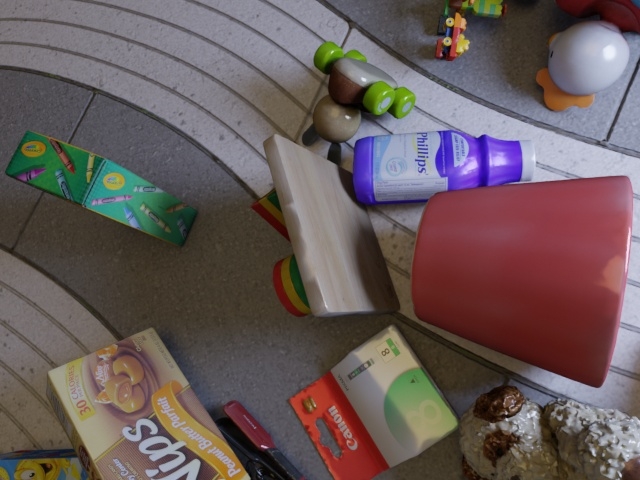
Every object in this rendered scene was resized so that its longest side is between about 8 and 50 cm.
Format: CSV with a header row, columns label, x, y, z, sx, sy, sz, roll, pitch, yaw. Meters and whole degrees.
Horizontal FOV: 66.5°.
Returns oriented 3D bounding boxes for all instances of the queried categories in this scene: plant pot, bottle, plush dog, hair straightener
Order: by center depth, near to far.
label,x,y,z,sx,sy,sz,roll,pitch,yaw
plush dog,0.299,0.275,0.648,0.225,0.210,0.262,9,121,21
plant pot,0.270,0.038,0.679,0.243,0.275,0.275,7,80,27
bottle,0.196,-0.122,0.802,0.283,0.092,0.118,-1,61,12
hair straightener,-0.089,0.373,0.808,0.230,0.047,0.089,37,109,14

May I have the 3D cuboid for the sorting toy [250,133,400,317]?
label,x,y,z,sx,sy,sz,roll,pitch,yaw
sorting toy,0.000,0.000,0.757,0.089,0.255,0.257,-25,72,25

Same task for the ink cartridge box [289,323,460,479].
label,x,y,z,sx,sy,sz,roll,pitch,yaw
ink cartridge box,0.077,0.269,0.774,0.225,0.056,0.181,-35,71,3

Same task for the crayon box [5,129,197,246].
label,x,y,z,sx,sy,sz,roll,pitch,yaw
crayon box,-0.359,-0.079,0.848,0.165,0.278,0.081,20,82,19

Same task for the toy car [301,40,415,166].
label,x,y,z,sx,sy,sz,roll,pitch,yaw
toy car,0.044,-0.225,0.875,0.155,0.149,0.188,46,121,23

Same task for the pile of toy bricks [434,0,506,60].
label,x,y,z,sx,sy,sz,roll,pitch,yaw
pile of toy bricks,0.267,-0.409,0.834,0.105,0.118,0.212,7,97,3

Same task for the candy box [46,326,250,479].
label,x,y,z,sx,sy,sz,roll,pitch,yaw
candy box,-0.281,0.314,0.787,0.316,0.183,0.087,50,135,19

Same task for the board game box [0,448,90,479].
label,x,y,z,sx,sy,sz,roll,pitch,yaw
board game box,-0.437,0.524,0.837,0.302,0.086,0.308,-8,76,13

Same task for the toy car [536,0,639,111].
label,x,y,z,sx,sy,sz,roll,pitch,yaw
toy car,0.418,-0.325,0.766,0.210,0.219,0.238,40,119,19
